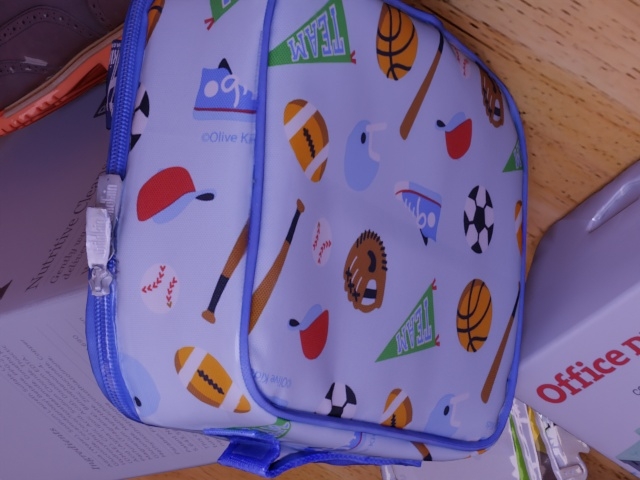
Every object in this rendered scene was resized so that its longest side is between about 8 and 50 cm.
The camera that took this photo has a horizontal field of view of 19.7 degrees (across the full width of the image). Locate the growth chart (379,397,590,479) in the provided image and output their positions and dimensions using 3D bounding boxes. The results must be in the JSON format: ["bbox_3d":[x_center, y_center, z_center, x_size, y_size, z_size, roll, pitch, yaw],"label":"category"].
[{"bbox_3d":[0.102,0.146,1.224,0.172,0.021,0.237,5,113,31],"label":"growth chart"}]

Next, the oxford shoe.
[{"bbox_3d":[-0.152,-0.132,1.068,0.271,0.097,0.098,-21,104,40],"label":"oxford shoe"}]

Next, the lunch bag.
[{"bbox_3d":[0.000,0.000,0.927,0.115,0.243,0.303,0,170,32],"label":"lunch bag"}]

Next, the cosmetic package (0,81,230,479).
[{"bbox_3d":[-0.157,0.031,1.152,0.385,0.217,0.156,-16,127,40],"label":"cosmetic package"}]

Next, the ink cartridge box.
[{"bbox_3d":[0.268,0.073,1.029,0.278,0.117,0.201,33,143,-11],"label":"ink cartridge box"}]
